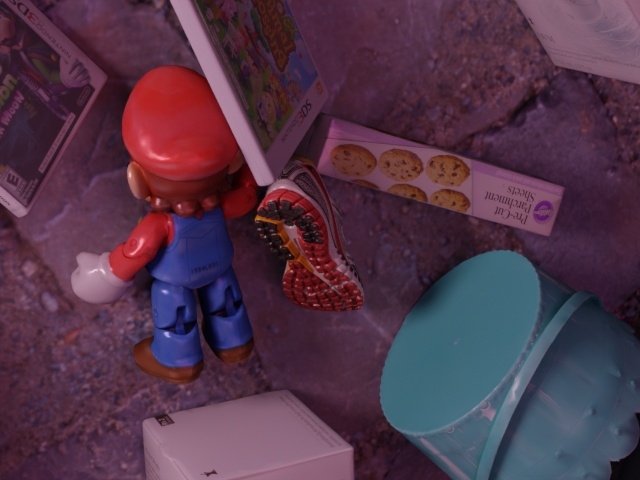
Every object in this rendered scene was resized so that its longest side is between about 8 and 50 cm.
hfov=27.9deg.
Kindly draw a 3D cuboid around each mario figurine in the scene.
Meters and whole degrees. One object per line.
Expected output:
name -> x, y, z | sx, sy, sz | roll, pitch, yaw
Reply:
mario figurine -> -0.148, -0.028, 1.323 | 0.170, 0.198, 0.320 | 7, 117, 18

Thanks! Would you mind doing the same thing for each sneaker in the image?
sneaker -> 0.000, 0.000, 1.379 | 0.225, 0.088, 0.092 | 71, 26, -49

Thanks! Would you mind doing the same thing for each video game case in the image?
video game case -> -0.297, -0.145, 1.193 | 0.173, 0.022, 0.190 | 45, 47, -28
video game case -> -0.064, -0.191, 1.276 | 0.023, 0.193, 0.212 | -13, 117, 26

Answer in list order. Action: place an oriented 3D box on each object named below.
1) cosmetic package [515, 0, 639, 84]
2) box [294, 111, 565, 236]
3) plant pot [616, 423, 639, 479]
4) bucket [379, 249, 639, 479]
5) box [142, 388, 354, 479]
cosmetic package -> 0.306, -0.297, 1.379 | 0.138, 0.224, 0.224 | -42, 117, -9
box -> 0.127, -0.074, 1.449 | 0.324, 0.063, 0.067 | 15, 98, -28
plant pot -> 0.532, 0.287, 1.611 | 0.341, 0.341, 0.334 | 18, 104, -28
bucket -> 0.214, 0.158, 1.448 | 0.183, 0.281, 0.281 | 37, 87, -25
box -> -0.078, 0.259, 1.379 | 0.182, 0.181, 0.119 | -10, 109, -23
